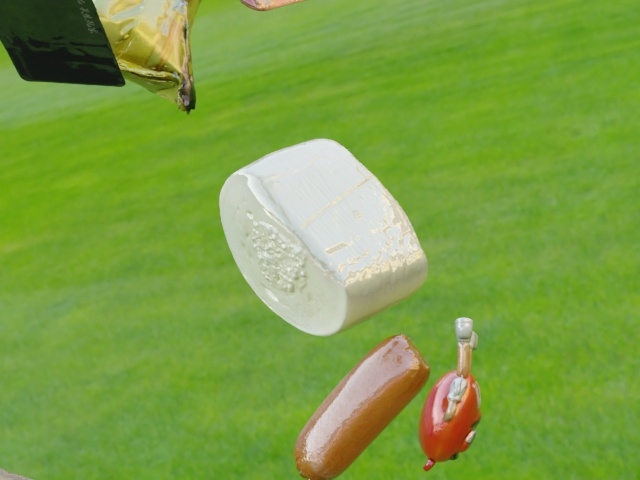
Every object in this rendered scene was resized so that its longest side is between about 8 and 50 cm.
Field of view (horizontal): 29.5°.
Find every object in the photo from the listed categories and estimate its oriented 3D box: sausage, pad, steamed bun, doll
[{"bbox_3d":[0.043,0.192,1.369,0.197,0.076,0.076,-49,16,8],"label":"sausage"},{"bbox_3d":[-0.254,-0.193,1.150,0.112,0.157,0.003,4,62,8],"label":"pad"},{"bbox_3d":[0.000,0.000,1.547,0.200,0.250,0.155,-27,-14,-41],"label":"steamed bun"},{"bbox_3d":[0.192,0.228,1.739,0.085,0.217,0.183,14,-10,11],"label":"doll"}]

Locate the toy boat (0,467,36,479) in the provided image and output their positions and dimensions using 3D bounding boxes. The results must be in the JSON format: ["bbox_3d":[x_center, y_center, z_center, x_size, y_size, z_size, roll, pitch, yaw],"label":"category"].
[{"bbox_3d":[-0.385,0.396,1.593,0.162,0.445,0.136,-57,25,16],"label":"toy boat"}]

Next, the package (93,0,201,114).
[{"bbox_3d":[-0.195,-0.245,1.309,0.090,0.168,0.226,-42,31,41],"label":"package"}]

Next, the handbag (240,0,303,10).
[{"bbox_3d":[-0.063,-0.344,1.452,0.157,0.059,0.212,36,31,18],"label":"handbag"}]
